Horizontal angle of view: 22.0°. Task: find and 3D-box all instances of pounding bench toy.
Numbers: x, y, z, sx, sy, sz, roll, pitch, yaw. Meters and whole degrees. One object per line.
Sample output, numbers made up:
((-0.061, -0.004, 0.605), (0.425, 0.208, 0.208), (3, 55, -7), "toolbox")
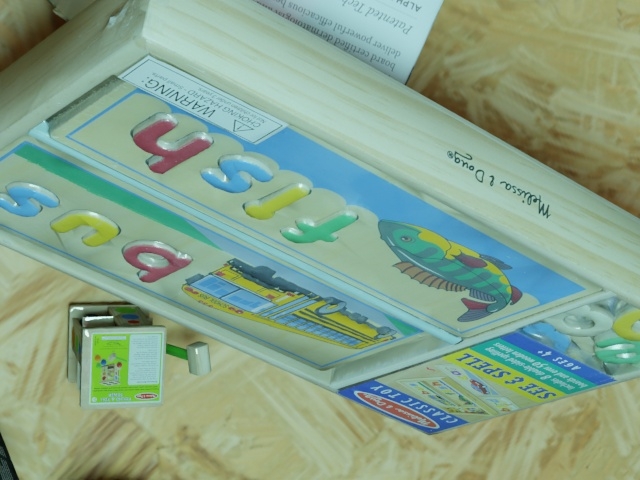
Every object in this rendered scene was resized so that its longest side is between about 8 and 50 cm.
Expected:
((-0.116, 0.071, 1.047), (0.083, 0.065, 0.052), (-1, 104, -17), "pounding bench toy")

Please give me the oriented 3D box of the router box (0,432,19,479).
((-0.230, 0.161, 1.007), (0.038, 0.122, 0.092), (34, 94, -27), "router box")

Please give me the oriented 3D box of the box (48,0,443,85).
((-0.048, -0.148, 0.946), (0.182, 0.181, 0.119), (21, 98, -21), "box")

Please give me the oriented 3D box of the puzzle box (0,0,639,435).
((0.000, 0.000, 0.942), (0.409, 0.272, 0.052), (26, 60, -28), "puzzle box")
